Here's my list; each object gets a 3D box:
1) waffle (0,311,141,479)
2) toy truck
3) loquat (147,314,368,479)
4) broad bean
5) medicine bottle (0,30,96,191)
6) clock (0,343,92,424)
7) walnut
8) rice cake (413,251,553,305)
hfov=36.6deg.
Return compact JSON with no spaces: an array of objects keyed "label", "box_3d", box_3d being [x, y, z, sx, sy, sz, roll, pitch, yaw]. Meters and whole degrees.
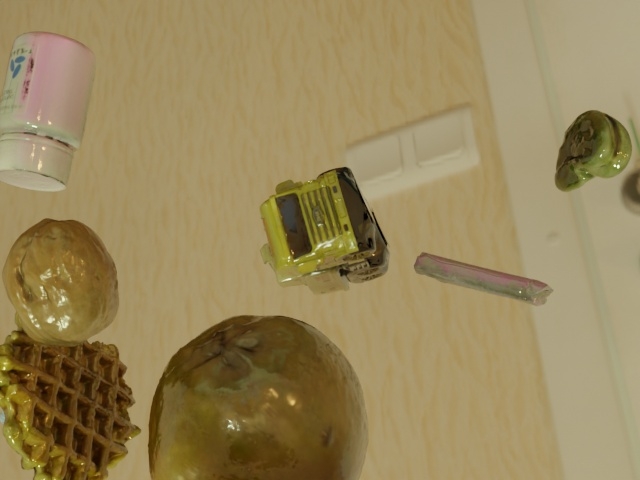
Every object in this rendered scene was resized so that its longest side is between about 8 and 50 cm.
[{"label":"waffle","box_3d":[-0.369,0.229,1.425,0.058,0.282,0.301,-15,121,21]},{"label":"toy truck","box_3d":[0.000,0.000,1.930,0.253,0.181,0.405,-20,167,4]},{"label":"loquat","box_3d":[-0.078,0.220,1.149,0.275,0.276,0.284,-6,126,3]},{"label":"broad bean","box_3d":[0.498,-0.168,1.822,0.072,0.153,0.206,18,172,-19]},{"label":"medicine bottle","box_3d":[-0.487,-0.224,1.698,0.151,0.255,0.152,8,167,2]},{"label":"clock","box_3d":[-0.507,0.286,1.826,0.195,0.100,0.194,-42,162,21]},{"label":"walnut","box_3d":[-0.326,0.052,1.228,0.149,0.167,0.166,-12,162,-45]},{"label":"rice cake","box_3d":[0.299,0.072,1.813,0.269,0.049,0.055,15,-172,24]}]
